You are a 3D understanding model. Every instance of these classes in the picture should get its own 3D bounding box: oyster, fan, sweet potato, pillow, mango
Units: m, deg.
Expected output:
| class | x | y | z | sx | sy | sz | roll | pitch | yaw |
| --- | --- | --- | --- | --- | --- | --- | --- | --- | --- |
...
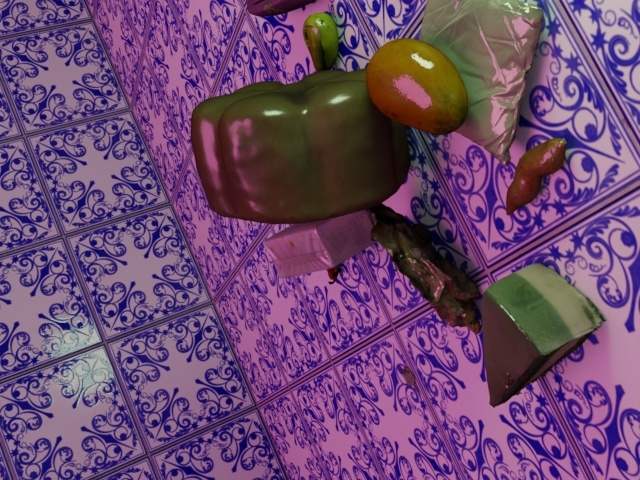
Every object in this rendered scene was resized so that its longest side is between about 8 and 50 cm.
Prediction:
| class | x | y | z | sx | sy | sz | roll | pitch | yaw |
| --- | --- | --- | --- | --- | --- | --- | --- | --- | --- |
| oyster | 0.223 | 0.050 | 1.677 | 0.096 | 0.221 | 0.361 | -43 | 72 | 23 |
| fan | 0.241 | 0.374 | 2.074 | 0.083 | 0.004 | 0.056 | 59 | 154 | 21 |
| sweet potato | 0.370 | -0.115 | 1.383 | 0.065 | 0.051 | 0.218 | 58 | 153 | 20 |
| pillow | 0.275 | -0.317 | 1.407 | 0.274 | 0.076 | 0.281 | 42 | 137 | 42 |
| mango | 0.004 | -0.469 | 1.860 | 0.091 | 0.074 | 0.165 | 47 | 160 | 30 |
| mango | 0.174 | -0.278 | 1.402 | 0.221 | 0.120 | 0.152 | 32 | 131 | 40 |

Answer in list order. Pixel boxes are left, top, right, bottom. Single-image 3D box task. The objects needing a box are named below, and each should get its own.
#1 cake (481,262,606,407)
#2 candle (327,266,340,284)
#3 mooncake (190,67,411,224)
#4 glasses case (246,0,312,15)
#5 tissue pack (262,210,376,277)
| class | x | y | z | sx | sy | sz | roll | pitch | yaw |
| --- | --- | --- | --- | --- | --- | --- | --- | --- | --- |
| cake | 0.374 | 0.179 | 1.483 | 0.172 | 0.158 | 0.284 | 59 | 156 | 25 |
| candle | 0.031 | 0.002 | 2.169 | 0.084 | 0.059 | 0.302 | 37 | 141 | 44 |
| mooncake | -0.038 | -0.216 | 1.681 | 0.467 | 0.466 | 0.262 | 24 | 130 | 58 |
| glasses case | -0.077 | -0.589 | 1.873 | 0.316 | 0.123 | 0.076 | 10 | 116 | 63 |
| tissue pack | 0.000 | 0.000 | 2.007 | 0.225 | 0.185 | 0.124 | -14 | 103 | 50 |
